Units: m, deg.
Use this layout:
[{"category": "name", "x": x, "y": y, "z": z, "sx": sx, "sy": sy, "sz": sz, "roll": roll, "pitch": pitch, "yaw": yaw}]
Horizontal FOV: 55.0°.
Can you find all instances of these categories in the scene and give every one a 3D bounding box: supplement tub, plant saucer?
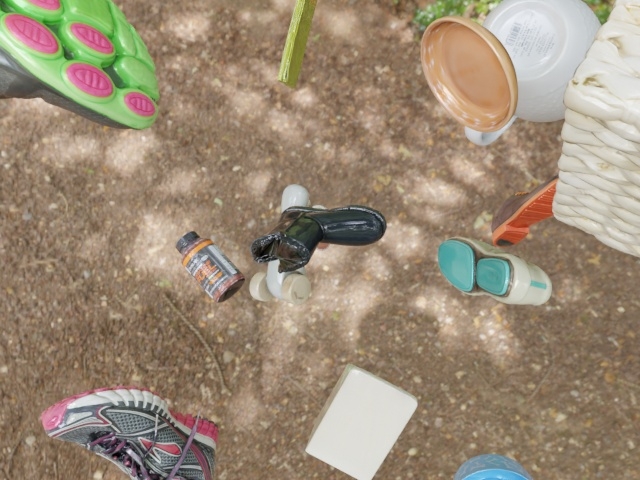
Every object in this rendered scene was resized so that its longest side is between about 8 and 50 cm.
[{"category": "supplement tub", "x": -0.301, "y": 0.066, "z": 1.651, "sx": 0.198, "sy": 0.106, "sz": 0.106, "roll": 45, "pitch": 50, "yaw": 12}, {"category": "plant saucer", "x": 0.240, "y": -0.266, "z": 0.976, "sx": 0.037, "sy": 0.200, "sz": 0.200, "roll": -36, "pitch": 74, "yaw": -15}]

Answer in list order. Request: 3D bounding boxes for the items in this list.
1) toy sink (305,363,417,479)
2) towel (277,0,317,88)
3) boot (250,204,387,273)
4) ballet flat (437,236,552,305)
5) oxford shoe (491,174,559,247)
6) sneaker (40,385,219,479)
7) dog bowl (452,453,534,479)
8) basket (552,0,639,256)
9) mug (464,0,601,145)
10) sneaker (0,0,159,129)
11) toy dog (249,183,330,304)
[{"category": "toy sink", "x": 0.093, "y": 0.363, "z": 1.309, "sx": 0.153, "sy": 0.234, "sz": 0.131, "roll": 26, "pitch": 20, "yaw": 3}, {"category": "towel", "x": -0.025, "y": -0.384, "z": 1.061, "sx": 0.021, "sy": 0.237, "sz": 0.102, "roll": 17, "pitch": 9, "yaw": 10}, {"category": "boot", "x": 0.000, "y": 0.000, "z": 1.273, "sx": 0.247, "sy": 0.094, "sz": 0.207, "roll": 6, "pitch": 26, "yaw": 14}, {"category": "ballet flat", "x": 0.251, "y": 0.045, "z": 0.895, "sx": 0.086, "sy": 0.086, "sz": 0.248, "roll": 16, "pitch": 6, "yaw": -13}, {"category": "oxford shoe", "x": 0.504, "y": -0.090, "z": 1.509, "sx": 0.097, "sy": 0.271, "sz": 0.098, "roll": 10, "pitch": 55, "yaw": -22}, {"category": "sneaker", "x": -0.240, "y": 0.280, "z": 0.835, "sx": 0.299, "sy": 0.121, "sz": 0.112, "roll": 41, "pitch": 34, "yaw": -45}, {"category": "dog bowl", "x": 0.342, "y": 0.497, "z": 1.067, "sx": 0.297, "sy": 0.166, "sz": 0.074, "roll": 49, "pitch": 16, "yaw": -5}, {"category": "basket", "x": 0.378, "y": -0.099, "z": 0.462, "sx": 0.331, "sy": 0.328, "sz": 0.266, "roll": 33, "pitch": 88, "yaw": 24}, {"category": "mug", "x": 0.458, "y": -0.376, "z": 1.383, "sx": 0.276, "sy": 0.374, "sz": 0.328, "roll": 41, "pitch": 21, "yaw": 18}, {"category": "sneaker", "x": -0.440, "y": -0.260, "z": 0.778, "sx": 0.483, "sy": 0.202, "sz": 0.185, "roll": 19, "pitch": 61, "yaw": -26}, {"category": "toy dog", "x": -0.061, "y": 0.032, "z": 1.683, "sx": 0.220, "sy": 0.333, "sz": 0.161, "roll": 33, "pitch": 10, "yaw": 36}]
